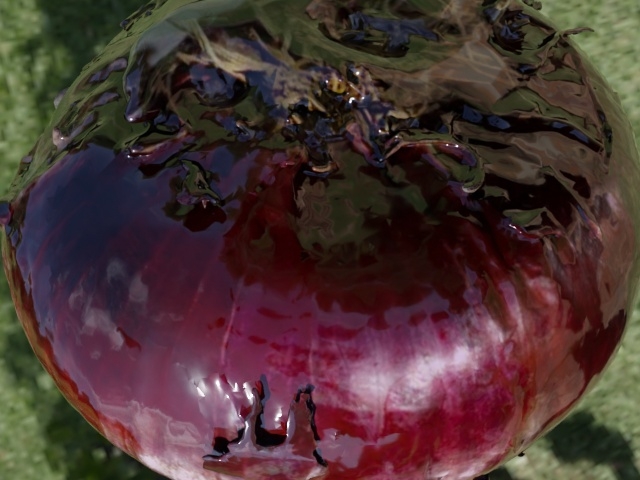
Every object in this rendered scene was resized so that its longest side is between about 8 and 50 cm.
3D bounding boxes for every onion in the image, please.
[{"bbox_3d":[0.000,0.000,0.773,0.314,0.314,0.232,35,143,31],"label":"onion"}]
